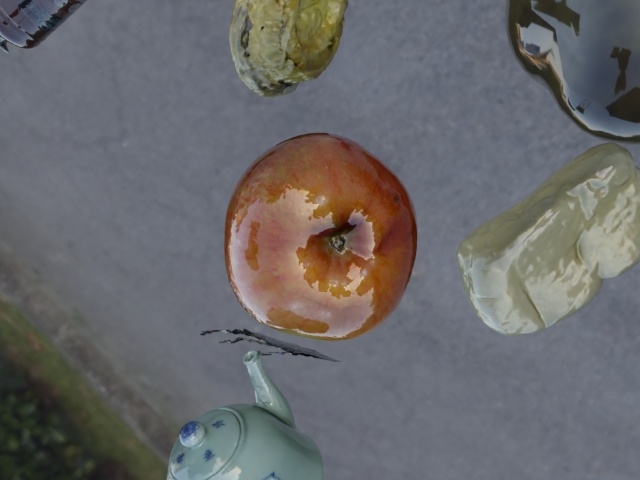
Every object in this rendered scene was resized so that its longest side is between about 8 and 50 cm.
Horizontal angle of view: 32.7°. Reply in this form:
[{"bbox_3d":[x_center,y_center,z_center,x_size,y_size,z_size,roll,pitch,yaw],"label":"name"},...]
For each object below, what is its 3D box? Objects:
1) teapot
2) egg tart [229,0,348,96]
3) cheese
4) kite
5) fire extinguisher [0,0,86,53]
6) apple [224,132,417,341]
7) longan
[{"bbox_3d":[-0.094,0.231,1.089,0.159,0.232,0.159,23,152,13],"label":"teapot"},{"bbox_3d":[-0.032,-0.349,1.688,0.095,0.279,0.279,26,150,28],"label":"egg tart"},{"bbox_3d":[0.292,0.004,1.347,0.159,0.263,0.093,51,-178,-28],"label":"cheese"},{"bbox_3d":[-0.077,0.152,1.616,0.152,0.015,0.285,16,-179,22],"label":"kite"},{"bbox_3d":[-0.402,-0.384,1.598,0.114,0.337,0.135,58,-163,25],"label":"fire extinguisher"},{"bbox_3d":[0.000,0.000,1.094,0.209,0.209,0.164,52,170,-20],"label":"apple"},{"bbox_3d":[0.441,-0.318,1.479,0.404,0.405,0.336,17,163,42],"label":"longan"}]
